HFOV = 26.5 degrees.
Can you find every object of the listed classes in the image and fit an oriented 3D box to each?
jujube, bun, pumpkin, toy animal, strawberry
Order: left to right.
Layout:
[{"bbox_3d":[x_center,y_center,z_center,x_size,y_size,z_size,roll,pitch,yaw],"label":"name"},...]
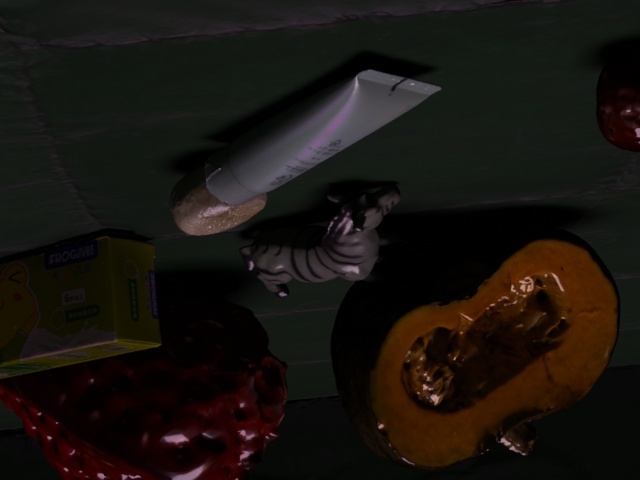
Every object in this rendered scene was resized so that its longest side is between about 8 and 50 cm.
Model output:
[{"bbox_3d":[-0.225,0.169,1.597,0.345,0.295,0.317,29,180,-5],"label":"strawberry"},{"bbox_3d":[-0.087,-0.041,1.131,0.086,0.055,0.086,-20,170,-4],"label":"bun"},{"bbox_3d":[0.001,0.005,1.334,0.217,0.073,0.176,-9,161,31],"label":"toy animal"},{"bbox_3d":[0.148,0.120,1.469,0.325,0.242,0.232,-23,-170,-23],"label":"pumpkin"},{"bbox_3d":[0.261,-0.107,0.977,0.129,0.077,0.077,-15,167,-1],"label":"jujube"}]

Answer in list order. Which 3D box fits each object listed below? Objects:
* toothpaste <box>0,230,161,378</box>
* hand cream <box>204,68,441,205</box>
[{"bbox_3d":[-0.313,0.079,1.402,0.327,0.110,0.077,-13,167,28],"label":"toothpaste"},{"bbox_3d":[-0.008,-0.081,1.014,0.078,0.050,0.205,9,155,-42],"label":"hand cream"}]
